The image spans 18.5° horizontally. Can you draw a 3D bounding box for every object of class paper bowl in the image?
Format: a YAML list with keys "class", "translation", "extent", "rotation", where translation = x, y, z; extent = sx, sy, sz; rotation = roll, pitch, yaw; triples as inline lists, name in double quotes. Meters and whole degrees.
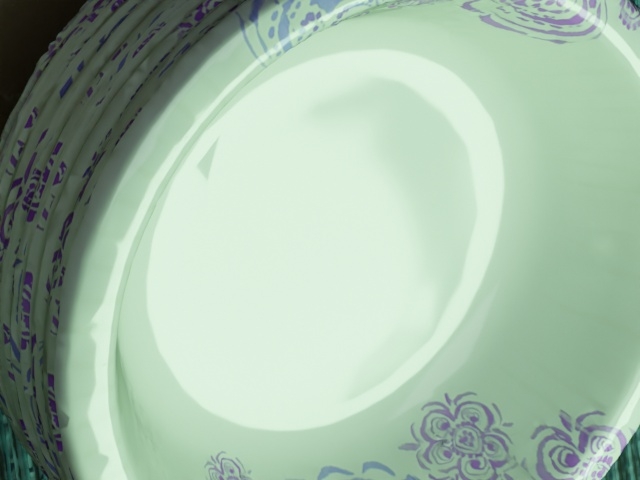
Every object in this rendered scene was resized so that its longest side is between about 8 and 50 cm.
- class: "paper bowl"
  translation: [0.000, 0.000, 0.777]
  extent: [0.284, 0.148, 0.284]
  rotation: [-14, 119, -26]

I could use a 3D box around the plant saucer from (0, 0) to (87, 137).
- class: "plant saucer"
  translation: [-0.118, -0.147, 0.799]
  extent: [0.278, 0.041, 0.278]
  rotation: [-3, 97, -21]
